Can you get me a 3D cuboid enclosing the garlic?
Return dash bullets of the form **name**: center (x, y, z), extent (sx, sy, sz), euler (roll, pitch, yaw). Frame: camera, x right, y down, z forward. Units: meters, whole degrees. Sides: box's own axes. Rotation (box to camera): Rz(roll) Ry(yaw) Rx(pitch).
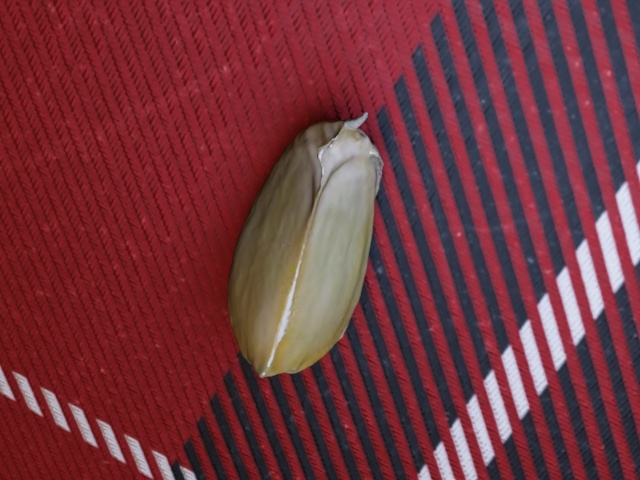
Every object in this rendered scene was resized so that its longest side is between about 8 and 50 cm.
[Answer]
- **garlic**: center (0.003, -0.015, 1.631), extent (0.151, 0.196, 0.338), euler (18, 112, -10)
